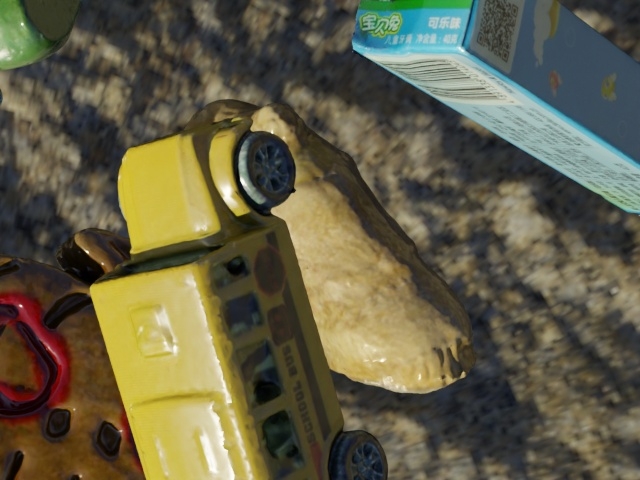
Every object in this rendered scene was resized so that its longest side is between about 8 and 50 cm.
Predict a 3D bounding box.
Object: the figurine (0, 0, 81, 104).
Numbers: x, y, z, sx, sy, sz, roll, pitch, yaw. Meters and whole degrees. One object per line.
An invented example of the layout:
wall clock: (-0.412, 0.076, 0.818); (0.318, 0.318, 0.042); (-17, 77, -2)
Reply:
figurine: (-0.313, -0.182, 1.454); (0.127, 0.234, 0.185); (48, 33, -35)

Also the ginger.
ginger: (0.000, 0.000, 1.474); (0.126, 0.190, 0.354); (-27, 61, -31)

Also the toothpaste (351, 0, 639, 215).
toothpaste: (0.118, -0.068, 0.855); (0.266, 0.065, 0.050); (24, 74, -49)

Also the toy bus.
toy bus: (-0.056, 0.097, 1.121); (0.123, 0.121, 0.335); (-24, 99, -49)

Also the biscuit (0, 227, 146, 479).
biscuit: (-0.199, 0.142, 1.381); (0.367, 0.063, 0.314); (22, 75, -18)
